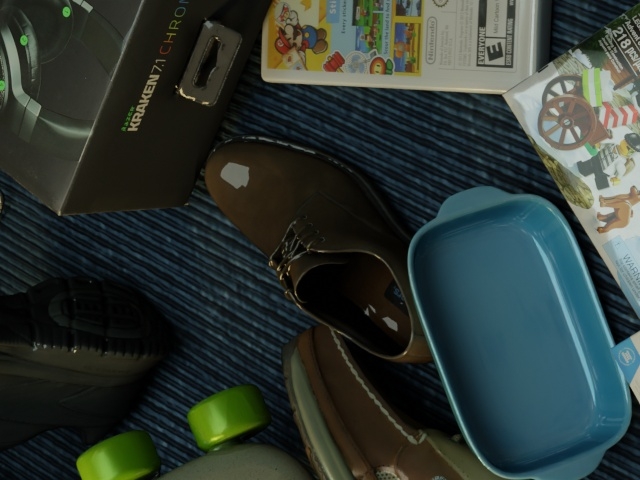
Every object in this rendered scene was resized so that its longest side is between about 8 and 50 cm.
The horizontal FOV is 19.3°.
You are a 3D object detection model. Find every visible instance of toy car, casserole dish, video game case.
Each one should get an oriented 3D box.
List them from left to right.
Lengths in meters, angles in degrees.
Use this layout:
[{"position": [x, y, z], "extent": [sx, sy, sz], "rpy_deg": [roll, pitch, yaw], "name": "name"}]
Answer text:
[{"position": [-0.071, 0.202, 1.254], "extent": [0.149, 0.188, 0.155], "rpy_deg": [-22, 77, -7], "name": "toy car"}, {"position": [0.055, -0.211, 1.210], "extent": [0.206, 0.026, 0.227], "rpy_deg": [6, 98, 31], "name": "video game case"}, {"position": [0.118, 0.060, 1.155], "extent": [0.037, 0.114, 0.188], "rpy_deg": [143, 109, -71], "name": "casserole dish"}]

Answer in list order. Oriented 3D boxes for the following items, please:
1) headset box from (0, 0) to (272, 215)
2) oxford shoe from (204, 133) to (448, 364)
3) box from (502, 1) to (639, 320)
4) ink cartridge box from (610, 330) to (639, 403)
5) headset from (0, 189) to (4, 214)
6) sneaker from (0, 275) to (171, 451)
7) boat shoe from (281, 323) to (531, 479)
[{"position": [-0.168, -0.183, 1.272], "extent": [0.283, 0.131, 0.246], "rpy_deg": [36, 114, 30], "name": "headset box"}, {"position": [0.000, 0.000, 1.221], "extent": [0.227, 0.096, 0.083], "rpy_deg": [35, 113, 27], "name": "oxford shoe"}, {"position": [0.232, -0.030, 1.082], "extent": [0.159, 0.044, 0.233], "rpy_deg": [-34, 76, 16], "name": "box"}, {"position": [0.222, 0.064, 1.125], "extent": [0.083, 0.028, 0.048], "rpy_deg": [-36, 76, 29], "name": "ink cartridge box"}, {"position": [-0.383, 0.074, 1.380], "extent": [0.243, 0.185, 0.394], "rpy_deg": [36, 84, 24], "name": "headset"}, {"position": [-0.250, 0.089, 1.295], "extent": [0.109, 0.286, 0.130], "rpy_deg": [-112, 39, -51], "name": "sneaker"}, {"position": [0.086, 0.187, 1.183], "extent": [0.120, 0.122, 0.324], "rpy_deg": [-29, 67, -2], "name": "boat shoe"}]
